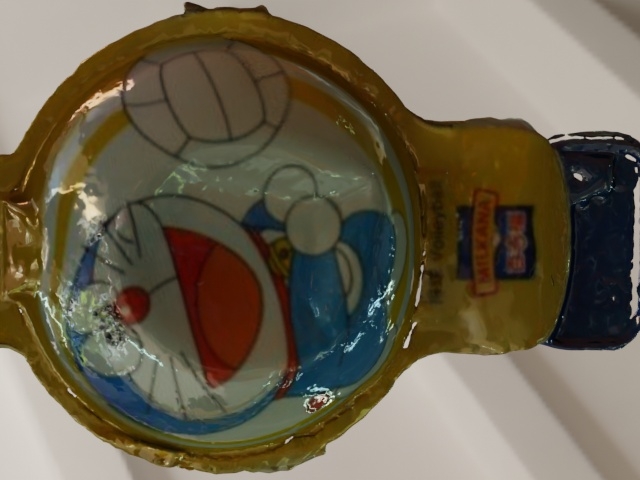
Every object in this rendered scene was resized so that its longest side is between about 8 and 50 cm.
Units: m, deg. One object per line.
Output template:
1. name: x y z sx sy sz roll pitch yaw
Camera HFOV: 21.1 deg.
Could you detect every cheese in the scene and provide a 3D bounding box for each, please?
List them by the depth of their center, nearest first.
1. cheese: 0.000 0.000 0.650 0.270 0.176 0.069 -1 -175 -17
